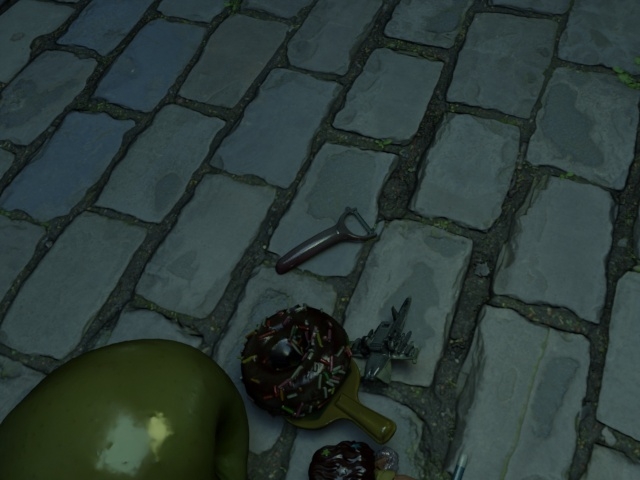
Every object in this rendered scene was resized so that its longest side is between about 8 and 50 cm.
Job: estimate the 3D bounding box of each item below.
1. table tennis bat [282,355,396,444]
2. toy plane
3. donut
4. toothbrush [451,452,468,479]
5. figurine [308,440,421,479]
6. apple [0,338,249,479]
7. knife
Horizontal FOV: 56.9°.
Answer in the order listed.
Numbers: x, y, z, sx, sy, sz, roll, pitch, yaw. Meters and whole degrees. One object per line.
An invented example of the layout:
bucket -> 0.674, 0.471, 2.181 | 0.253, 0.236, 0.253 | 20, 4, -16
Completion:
table tennis bat -> 0.030, 0.339, 1.272 | 0.320, 0.050, 0.198 | 24, 64, 41
toy plane -> 0.156, 0.215, 1.358 | 0.192, 0.088, 0.262 | -4, 47, 37
donut -> -0.061, 0.256, 1.298 | 0.269, 0.103, 0.270 | -16, 41, 14
toothbrush -> 0.244, 0.551, 1.167 | 0.019, 0.025, 0.276 | 21, 59, 12
figurine -> 0.093, 0.480, 1.170 | 0.240, 0.116, 0.175 | 13, 59, 13
apple -> -0.355, 0.402, 1.085 | 0.473, 0.474, 0.474 | -3, 56, 4
knife -> -0.001, -0.001, 1.539 | 0.278, 0.053, 0.123 | -28, 53, -13
